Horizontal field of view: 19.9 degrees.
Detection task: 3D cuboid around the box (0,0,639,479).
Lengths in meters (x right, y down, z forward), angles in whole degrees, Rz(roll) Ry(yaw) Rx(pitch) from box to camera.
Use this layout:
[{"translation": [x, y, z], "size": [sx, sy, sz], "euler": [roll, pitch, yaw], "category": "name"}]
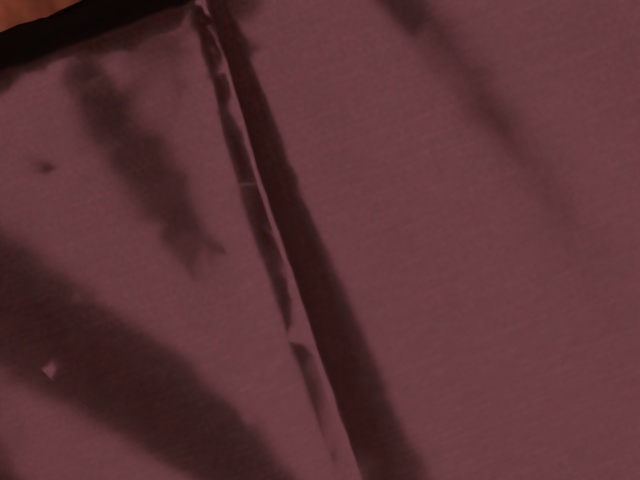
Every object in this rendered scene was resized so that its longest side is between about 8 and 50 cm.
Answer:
[{"translation": [0.000, 0.000, 0.433], "size": [0.188, 0.252, 0.153], "euler": [-19, 100, 6], "category": "box"}]
